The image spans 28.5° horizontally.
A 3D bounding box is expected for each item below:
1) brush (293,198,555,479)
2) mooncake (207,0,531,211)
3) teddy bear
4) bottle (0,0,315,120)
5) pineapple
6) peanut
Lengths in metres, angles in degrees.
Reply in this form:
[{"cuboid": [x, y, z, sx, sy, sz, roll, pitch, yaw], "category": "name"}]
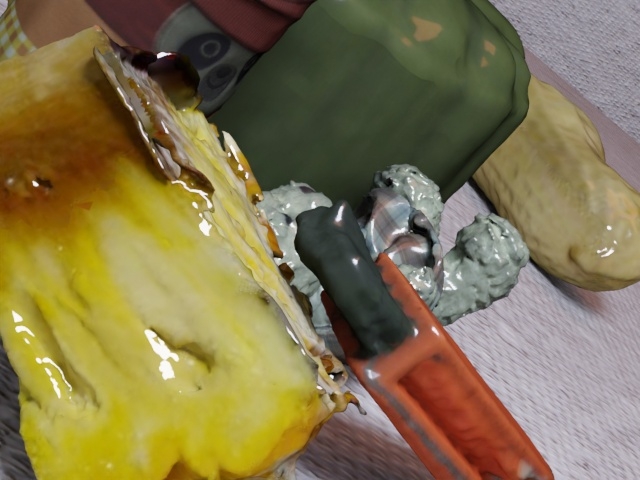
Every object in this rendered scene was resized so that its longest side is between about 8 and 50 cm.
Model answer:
[{"cuboid": [0.067, 0.092, 0.637, 0.323, 0.051, 0.070, 51, 4, -43], "category": "brush"}, {"cuboid": [-0.019, -0.164, 0.909, 0.356, 0.194, 0.356, 38, 19, -16], "category": "mooncake"}, {"cuboid": [0.001, 0.019, 0.717, 0.213, 0.111, 0.133, -1, 23, -34], "category": "teddy bear"}, {"cuboid": [-0.069, -0.152, 0.655, 0.143, 0.271, 0.156, 35, 20, -20], "category": "bottle"}, {"cuboid": [-0.073, 0.004, 0.507, 0.236, 0.114, 0.186, -112, 176, -51], "category": "pineapple"}, {"cuboid": [0.237, -0.070, 1.298, 0.147, 0.147, 0.319, 23, 24, -45], "category": "peanut"}]
